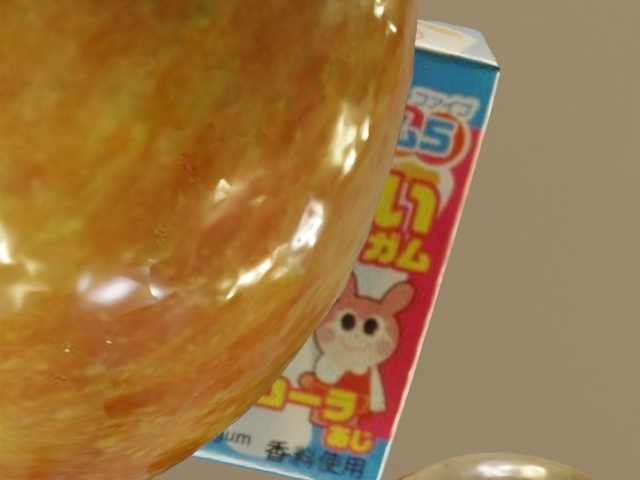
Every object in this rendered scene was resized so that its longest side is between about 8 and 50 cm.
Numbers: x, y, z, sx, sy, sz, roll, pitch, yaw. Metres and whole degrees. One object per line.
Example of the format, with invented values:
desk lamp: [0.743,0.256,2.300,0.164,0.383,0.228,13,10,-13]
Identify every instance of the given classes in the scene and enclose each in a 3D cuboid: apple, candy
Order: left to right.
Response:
apple: [-0.110,-0.063,0.567,0.277,0.309,0.250,49,-130,-36]
candy: [0.000,0.000,1.218,0.157,0.306,0.100,14,-163,-8]

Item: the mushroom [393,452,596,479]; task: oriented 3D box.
mushroom: [0.129,0.251,1.061,0.297,0.290,0.297,15,-121,-27]
